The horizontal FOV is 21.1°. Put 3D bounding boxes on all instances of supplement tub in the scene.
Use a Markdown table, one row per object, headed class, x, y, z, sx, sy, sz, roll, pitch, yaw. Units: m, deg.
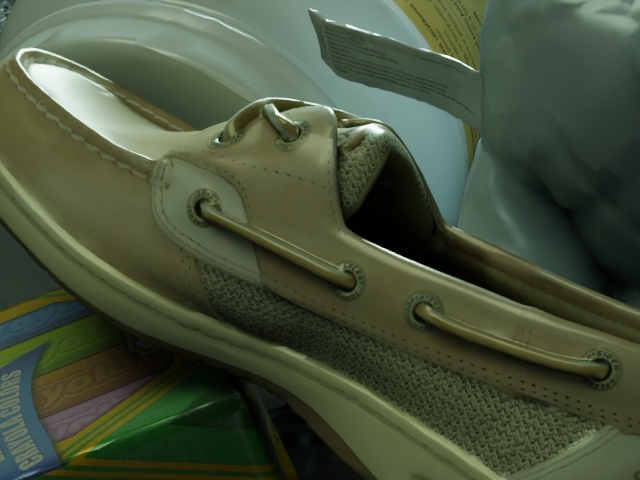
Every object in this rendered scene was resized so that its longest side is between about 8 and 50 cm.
| class | x | y | z | sx | sy | sz | roll | pitch | yaw |
| --- | --- | --- | --- | --- | --- | --- | --- | --- | --- |
| supplement tub | -0.017 | -0.087 | 0.838 | 0.228 | 0.228 | 0.316 | -4 | 32 | 28 |

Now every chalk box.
| class | x | y | z | sx | sy | sz | roll | pitch | yaw |
| --- | --- | --- | --- | --- | --- | --- | --- | --- | --- |
| chalk box | -0.116 | 0.115 | 0.654 | 0.213 | 0.132 | 0.132 | -23 | 28 | -2 |

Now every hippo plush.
| class | x | y | z | sx | sy | sz | roll | pitch | yaw |
| --- | --- | --- | --- | --- | --- | --- | --- | --- | --- |
| hippo plush | 0.167 | -0.014 | 0.666 | 0.236 | 0.234 | 0.294 | -7 | 37 | -46 |

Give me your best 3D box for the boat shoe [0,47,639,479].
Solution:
| class | x | y | z | sx | sy | sz | roll | pitch | yaw |
| --- | --- | --- | --- | --- | --- | --- | --- | --- | --- |
| boat shoe | 0.000 | 0.000 | 0.585 | 0.302 | 0.098 | 0.109 | 34 | 20 | 26 |
